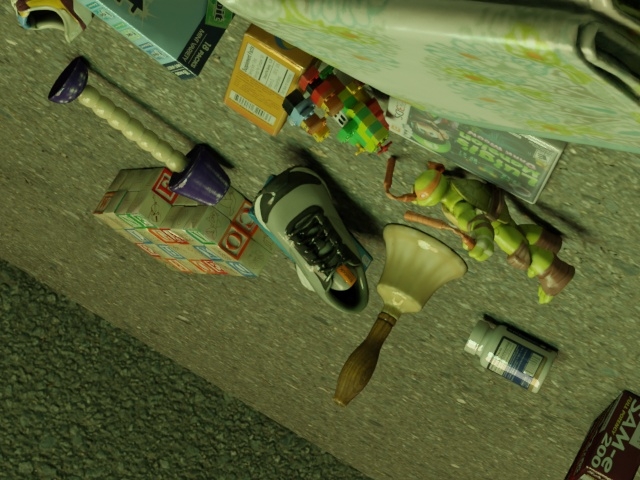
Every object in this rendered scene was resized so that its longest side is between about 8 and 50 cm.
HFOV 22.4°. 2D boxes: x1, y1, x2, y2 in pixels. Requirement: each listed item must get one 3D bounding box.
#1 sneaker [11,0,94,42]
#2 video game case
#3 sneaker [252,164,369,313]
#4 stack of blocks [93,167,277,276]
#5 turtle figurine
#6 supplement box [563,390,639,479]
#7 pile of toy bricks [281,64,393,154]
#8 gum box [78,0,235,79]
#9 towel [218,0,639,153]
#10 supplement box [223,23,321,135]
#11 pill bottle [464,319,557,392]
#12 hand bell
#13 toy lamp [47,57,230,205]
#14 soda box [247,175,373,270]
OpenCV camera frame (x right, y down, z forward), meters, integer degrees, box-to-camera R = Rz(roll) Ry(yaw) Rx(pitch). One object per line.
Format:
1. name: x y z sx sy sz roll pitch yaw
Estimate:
1. sneaker: -0.351 -0.299 1.918 0.185 0.084 0.069 24 163 19
2. video game case: 0.159 -0.114 1.710 0.190 0.022 0.173 28 164 6
3. sneaker: 0.000 0.000 2.124 0.108 0.100 0.271 48 174 41
4. stack of blocks: -0.206 -0.029 2.488 0.171 0.087 0.297 38 162 -26
5. turtle figurine: 0.180 -0.028 1.828 0.217 0.087 0.269 32 -173 -21
6. supplement box: 0.422 0.312 2.365 0.073 0.130 0.239 28 163 6
7. pile of toy bricks: 0.035 -0.131 1.674 0.105 0.118 0.212 49 165 4
8. gum box: -0.155 -0.269 1.535 0.184 0.157 0.041 36 164 -22
9. towel: 0.139 -0.164 1.339 0.374 0.090 0.320 13 174 36
10. supplement box: -0.044 -0.191 1.730 0.080 0.078 0.233 33 163 -2
11. pill bottle: 0.266 0.160 2.284 0.120 0.067 0.067 27 164 9
12. hand bell: 0.084 0.112 2.134 0.126 0.242 0.126 27 163 9
13. toy lamp: -0.243 -0.142 2.226 0.275 0.080 0.080 35 163 -21
14. soda box: -0.012 -0.004 2.263 0.071 0.067 0.210 17 160 38
